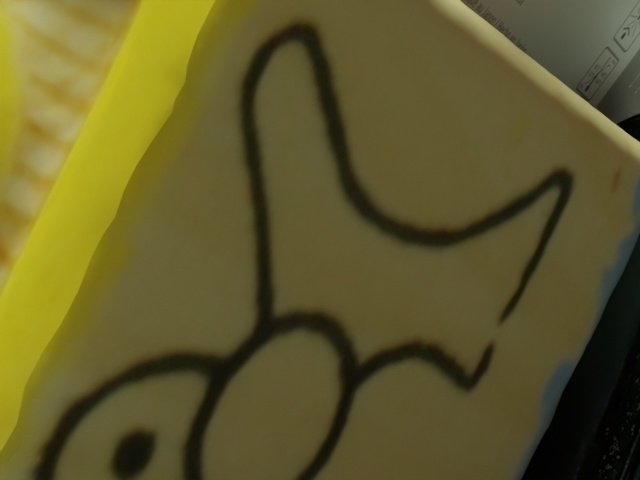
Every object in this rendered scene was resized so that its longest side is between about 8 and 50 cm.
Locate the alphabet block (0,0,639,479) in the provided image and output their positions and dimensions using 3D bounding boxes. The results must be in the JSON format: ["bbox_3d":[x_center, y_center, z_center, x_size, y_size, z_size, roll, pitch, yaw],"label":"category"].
[{"bbox_3d":[-0.058,0.001,0.465,0.193,0.192,0.197,24,-2,37],"label":"alphabet block"}]

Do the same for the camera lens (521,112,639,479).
[{"bbox_3d":[0.176,0.095,0.594,0.274,0.219,0.219,26,1,-23],"label":"camera lens"}]

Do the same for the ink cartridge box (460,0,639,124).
[{"bbox_3d":[-0.012,-0.142,0.599,0.261,0.066,0.296,39,5,25],"label":"ink cartridge box"}]
